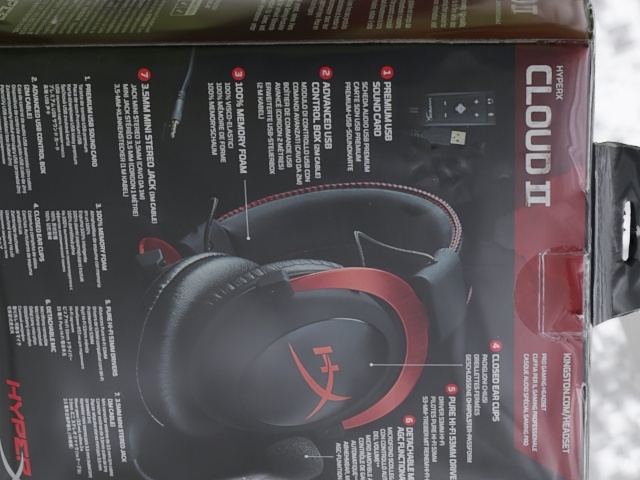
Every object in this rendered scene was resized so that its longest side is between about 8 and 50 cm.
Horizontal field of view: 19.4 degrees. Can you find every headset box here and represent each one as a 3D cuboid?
[{"bbox_3d":[0.000,0.000,0.809,0.293,0.218,0.110,-1,-156,6],"label":"headset box"}]
